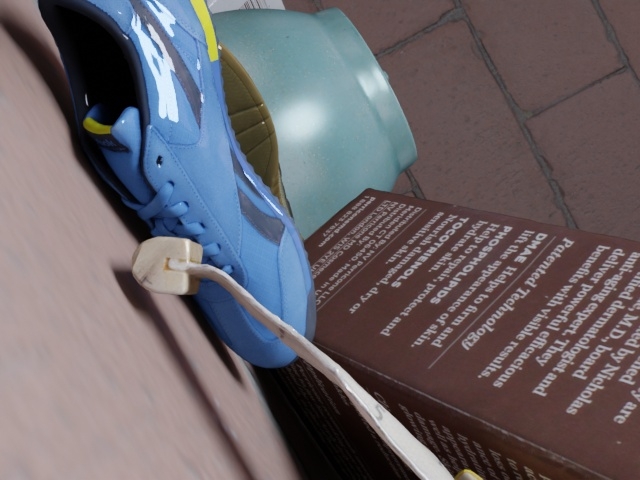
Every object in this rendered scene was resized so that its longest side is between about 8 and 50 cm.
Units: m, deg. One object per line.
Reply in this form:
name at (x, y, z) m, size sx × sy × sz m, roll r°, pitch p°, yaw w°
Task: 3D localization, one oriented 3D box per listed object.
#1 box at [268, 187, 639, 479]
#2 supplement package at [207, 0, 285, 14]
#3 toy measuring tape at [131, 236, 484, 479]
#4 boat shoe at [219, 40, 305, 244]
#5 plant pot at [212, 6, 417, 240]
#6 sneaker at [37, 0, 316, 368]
box at (0.133, 0.102, 0.437) m, size 0.381 × 0.143 × 0.191 m, roll 19°, pitch -35°, yaw 53°
supplement package at (-0.145, -0.286, 0.935) m, size 0.179 × 0.105 × 0.105 m, roll 36°, pitch -11°, yaw 25°
toy measuring tape at (0.034, 0.140, 0.303) m, size 0.330 × 0.121 × 0.121 m, roll 40°, pitch -1°, yaw 4°
boat shoe at (-0.062, -0.038, 0.547) m, size 0.073 × 0.080 × 0.223 m, roll 52°, pitch -12°, yaw 52°
plant pot at (-0.028, -0.107, 0.825) m, size 0.293 × 0.196 × 0.293 m, roll 62°, pitch 0°, yaw 0°
sneaker at (-0.067, -0.023, 0.381) m, size 0.082 × 0.069 × 0.209 m, roll -44°, pitch 118°, yaw -56°
